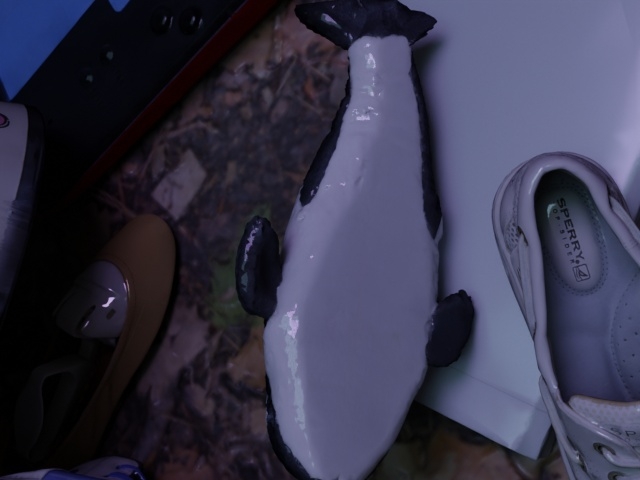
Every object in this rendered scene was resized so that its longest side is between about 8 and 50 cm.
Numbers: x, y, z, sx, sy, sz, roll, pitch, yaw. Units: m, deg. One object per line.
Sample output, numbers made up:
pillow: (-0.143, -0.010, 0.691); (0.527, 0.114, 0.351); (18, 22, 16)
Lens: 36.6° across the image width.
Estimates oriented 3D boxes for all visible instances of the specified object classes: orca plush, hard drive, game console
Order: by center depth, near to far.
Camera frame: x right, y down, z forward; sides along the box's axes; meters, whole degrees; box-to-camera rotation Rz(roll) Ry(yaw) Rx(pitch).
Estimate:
orca plush: (0.000, 0.000, 0.582); (0.102, 0.151, 0.287); (-20, 74, 59)
hard drive: (0.106, -0.049, 0.607); (0.203, 0.040, 0.308); (24, 96, 30)
game console: (-0.201, -0.265, 0.806); (0.342, 0.060, 0.386); (-39, 65, 19)

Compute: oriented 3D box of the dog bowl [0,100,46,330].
dog bowl: (-0.348, 0.063, 0.680); (0.408, 0.150, 0.408); (-40, 37, 40)

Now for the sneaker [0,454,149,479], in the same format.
sneaker: (-0.158, 0.194, 0.628); (0.315, 0.182, 0.127); (-27, 82, 45)

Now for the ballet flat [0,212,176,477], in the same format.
ballet flat: (-0.177, 0.087, 0.732); (0.080, 0.073, 0.232); (24, 95, 30)

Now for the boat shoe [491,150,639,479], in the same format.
boat shoe: (0.160, 0.084, 0.497); (0.098, 0.096, 0.277); (-26, 85, 11)
